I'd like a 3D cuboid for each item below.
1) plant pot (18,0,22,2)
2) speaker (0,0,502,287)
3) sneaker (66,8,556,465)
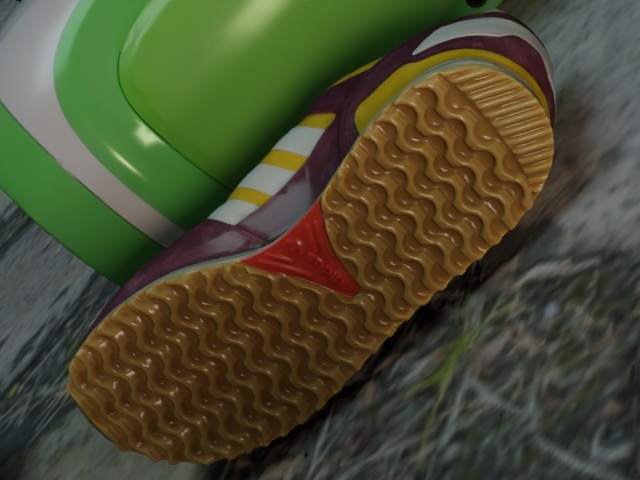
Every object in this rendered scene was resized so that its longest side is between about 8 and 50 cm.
[{"bbox_3d":[-0.052,-0.201,0.819,0.290,0.290,0.195,-48,52,7],"label":"plant pot"},{"bbox_3d":[0.005,-0.120,0.685,0.296,0.131,0.131,-48,20,7],"label":"speaker"},{"bbox_3d":[0.000,0.000,0.598,0.185,0.069,0.084,-36,15,22],"label":"sneaker"}]
